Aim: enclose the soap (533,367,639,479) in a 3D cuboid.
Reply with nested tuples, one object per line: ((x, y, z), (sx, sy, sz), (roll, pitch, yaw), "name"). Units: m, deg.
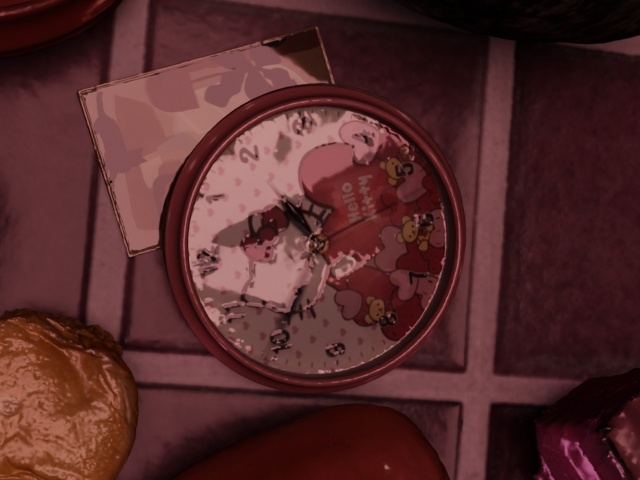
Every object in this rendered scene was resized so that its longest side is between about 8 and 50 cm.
((0.276, 0.243, 0.802), (0.112, 0.182, 0.289), (-28, 88, -13), "soap")

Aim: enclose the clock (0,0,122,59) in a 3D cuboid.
((-0.267, -0.279, 0.751), (0.318, 0.080, 0.319), (5, 76, -19), "clock")

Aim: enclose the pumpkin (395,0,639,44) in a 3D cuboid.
((0.169, -0.360, 0.720), (0.454, 0.344, 0.454), (-8, 106, -27), "pumpkin")

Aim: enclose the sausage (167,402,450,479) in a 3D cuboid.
((-0.025, 0.207, 0.767), (0.254, 0.148, 0.148), (-26, 93, -9), "sausage")

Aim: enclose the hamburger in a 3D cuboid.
((-0.202, 0.128, 0.760), (0.138, 0.083, 0.147), (16, 83, -6), "hamburger")

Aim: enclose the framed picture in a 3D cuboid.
((-0.076, -0.080, 0.829), (0.201, 0.010, 0.136), (-17, 91, -11), "framed picture")

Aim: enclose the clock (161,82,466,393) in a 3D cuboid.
((0.000, 0.000, 0.813), (0.244, 0.056, 0.244), (-1, 96, -14), "clock")
